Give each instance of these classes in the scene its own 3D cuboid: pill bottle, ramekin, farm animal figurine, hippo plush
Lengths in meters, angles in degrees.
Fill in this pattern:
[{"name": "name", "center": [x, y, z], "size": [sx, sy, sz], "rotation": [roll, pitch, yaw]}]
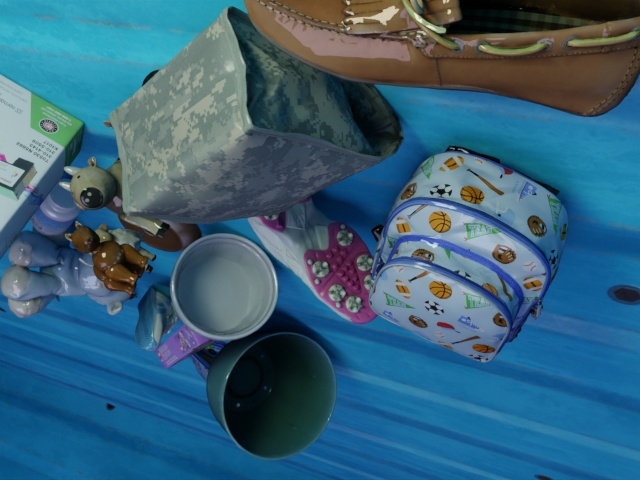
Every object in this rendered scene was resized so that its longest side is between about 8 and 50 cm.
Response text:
[{"name": "pill bottle", "center": [-0.552, -0.072, 1.329], "size": [0.087, 0.087, 0.160], "rotation": [36, 148, -19]}, {"name": "ramekin", "center": [-0.196, 0.098, 1.241], "size": [0.207, 0.207, 0.109], "rotation": [30, 157, -11]}, {"name": "farm animal figurine", "center": [-0.298, -0.099, 0.991], "size": [0.172, 0.330, 0.327], "rotation": [26, 178, -9]}, {"name": "hippo plush", "center": [-0.563, 0.100, 1.463], "size": [0.237, 0.234, 0.294], "rotation": [18, 149, 11]}]

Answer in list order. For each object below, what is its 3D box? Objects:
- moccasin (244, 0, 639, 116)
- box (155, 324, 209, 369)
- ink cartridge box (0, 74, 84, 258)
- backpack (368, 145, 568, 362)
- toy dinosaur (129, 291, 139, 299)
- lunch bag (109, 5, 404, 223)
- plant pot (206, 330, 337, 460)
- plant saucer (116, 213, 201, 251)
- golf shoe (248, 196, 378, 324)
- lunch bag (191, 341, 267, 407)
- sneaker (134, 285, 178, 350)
[{"name": "moccasin", "center": [0.113, -0.215, 0.586], "size": [0.380, 0.139, 0.147], "rotation": [17, 151, 10]}, {"name": "box", "center": [-0.244, 0.196, 1.428], "size": [0.057, 0.201, 0.293], "rotation": [59, 147, 5]}, {"name": "ink cartridge box", "center": [-0.565, -0.126, 1.063], "size": [0.201, 0.278, 0.117], "rotation": [30, 150, -12]}, {"name": "backpack", "center": [0.191, 0.017, 0.848], "size": [0.276, 0.213, 0.263], "rotation": [20, 142, 9]}, {"name": "toy dinosaur", "center": [-0.512, 0.152, 1.672], "size": [0.047, 0.090, 0.082], "rotation": [37, -167, -2]}, {"name": "lunch bag", "center": [-0.067, -0.126, 0.784], "size": [0.235, 0.169, 0.287], "rotation": [-26, 159, 37]}, {"name": "plant pot", "center": [-0.143, 0.355, 1.541], "size": [0.293, 0.293, 0.235], "rotation": [38, 162, -23]}, {"name": "plant saucer", "center": [-0.342, -0.032, 1.298], "size": [0.199, 0.036, 0.198], "rotation": [18, 150, 11]}, {"name": "golf shoe", "center": [-0.016, 0.011, 1.027], "size": [0.306, 0.115, 0.140], "rotation": [50, 161, 5]}, {"name": "lunch bag", "center": [-0.284, 0.390, 1.851], "size": [0.293, 0.138, 0.221], "rotation": [26, 154, 15]}, {"name": "sneaker", "center": [-0.399, 0.198, 1.564], "size": [0.092, 0.228, 0.087], "rotation": [34, 106, -24]}]
